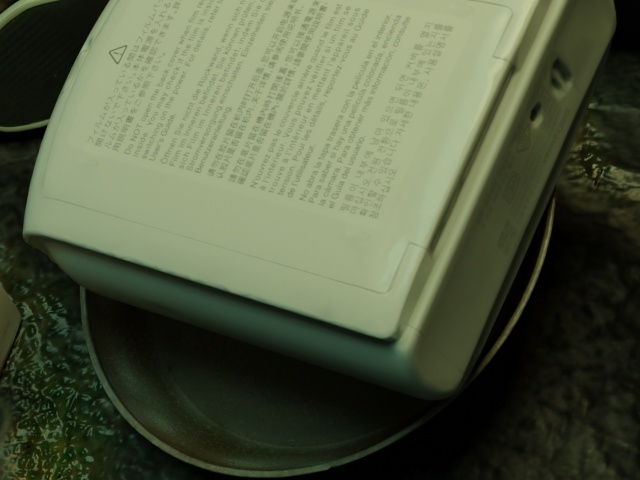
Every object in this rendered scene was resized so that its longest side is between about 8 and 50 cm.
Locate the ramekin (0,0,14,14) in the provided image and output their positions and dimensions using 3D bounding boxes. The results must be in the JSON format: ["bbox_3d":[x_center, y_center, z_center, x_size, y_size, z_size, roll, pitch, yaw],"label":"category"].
[{"bbox_3d":[-0.303,-0.237,1.414,0.207,0.109,0.207,-7,77,33],"label":"ramekin"}]

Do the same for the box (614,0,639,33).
[{"bbox_3d":[0.223,-0.255,1.197,0.108,0.153,0.207,14,63,-7],"label":"box"}]

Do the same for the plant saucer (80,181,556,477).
[{"bbox_3d":[0.000,0.000,1.137,0.310,0.050,0.311,-12,61,22],"label":"plant saucer"}]

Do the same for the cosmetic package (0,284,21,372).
[{"bbox_3d":[-0.341,0.032,1.162,0.224,0.224,0.138,-1,51,20],"label":"cosmetic package"}]

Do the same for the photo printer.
[{"bbox_3d":[-0.017,-0.065,1.084,0.307,0.107,0.256,15,73,34],"label":"photo printer"}]

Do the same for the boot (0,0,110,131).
[{"bbox_3d":[-0.150,-0.180,1.384,0.244,0.088,0.176,-35,17,14],"label":"boot"}]
